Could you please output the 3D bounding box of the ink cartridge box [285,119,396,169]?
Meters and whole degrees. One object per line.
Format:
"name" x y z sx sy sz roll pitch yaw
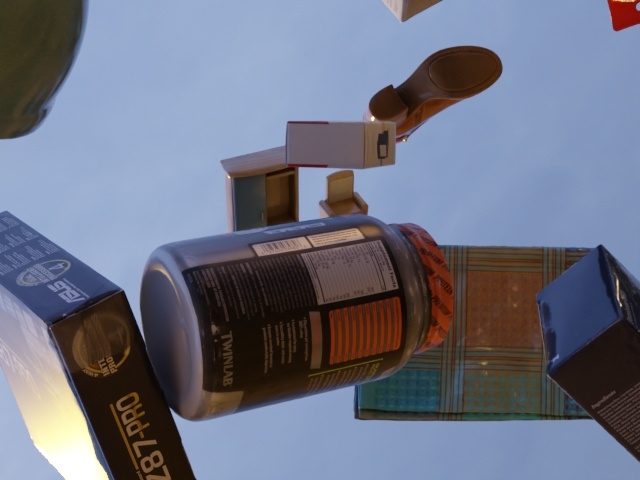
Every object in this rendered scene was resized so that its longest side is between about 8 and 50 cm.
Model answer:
"ink cartridge box" 0.034 -0.150 1.744 0.175 0.127 0.072 -18 -71 -70

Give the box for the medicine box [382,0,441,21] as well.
"medicine box" 0.140 -0.488 1.525 0.263 0.289 0.149 -31 -23 -13

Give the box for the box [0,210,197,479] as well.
"box" -0.286 0.157 1.299 0.097 0.395 0.318 -26 -64 -25

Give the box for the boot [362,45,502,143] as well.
"boot" 0.213 -0.268 2.195 0.283 0.109 0.220 -30 -10 -5

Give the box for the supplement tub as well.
"supplement tub" -0.024 0.076 1.241 0.316 0.193 0.194 -9 -53 -27

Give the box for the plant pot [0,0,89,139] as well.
"plant pot" -0.347 -0.272 1.113 0.196 0.293 0.293 -47 -20 25

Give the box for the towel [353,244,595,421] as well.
"towel" 0.235 0.136 1.685 0.040 0.370 0.272 65 -154 -73

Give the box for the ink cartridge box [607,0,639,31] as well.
"ink cartridge box" 0.427 -0.394 1.439 0.134 0.078 0.231 -20 -70 -12

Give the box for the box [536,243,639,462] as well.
"box" 0.298 0.113 1.088 0.093 0.158 0.156 -43 15 22

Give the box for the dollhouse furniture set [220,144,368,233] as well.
"dollhouse furniture set" 0.000 0.000 1.841 0.286 0.303 0.198 -15 -51 -20
